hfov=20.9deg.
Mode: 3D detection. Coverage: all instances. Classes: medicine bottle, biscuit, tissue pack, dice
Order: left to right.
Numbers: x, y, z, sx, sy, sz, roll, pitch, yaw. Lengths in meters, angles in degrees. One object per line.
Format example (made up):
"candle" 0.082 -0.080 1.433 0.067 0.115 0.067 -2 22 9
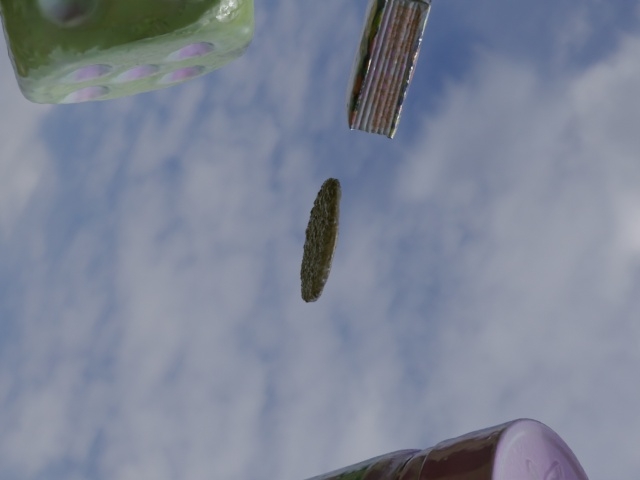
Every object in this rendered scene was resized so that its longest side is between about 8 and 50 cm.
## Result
"dice" -0.215 -0.288 1.781 0.254 0.249 0.252 142 -65 -80
"biscuit" 0.000 0.000 1.580 0.120 0.015 0.120 -170 -90 -79
"tissue pack" 0.067 -0.191 1.782 0.109 0.060 0.148 -87 -169 -69
"medicine bottle" 0.069 0.293 1.534 0.325 0.212 0.212 -22 -135 32
